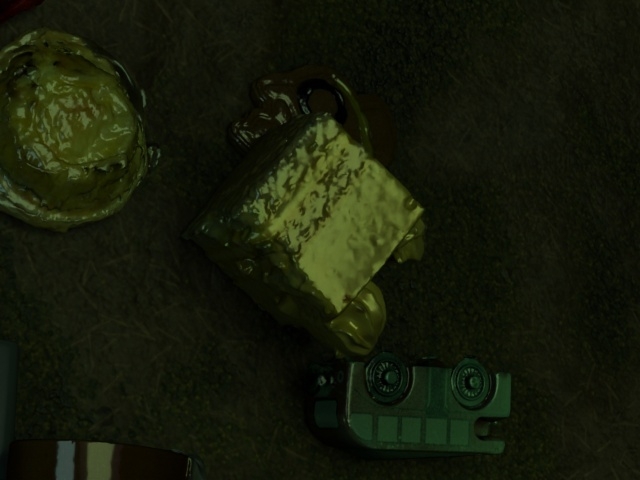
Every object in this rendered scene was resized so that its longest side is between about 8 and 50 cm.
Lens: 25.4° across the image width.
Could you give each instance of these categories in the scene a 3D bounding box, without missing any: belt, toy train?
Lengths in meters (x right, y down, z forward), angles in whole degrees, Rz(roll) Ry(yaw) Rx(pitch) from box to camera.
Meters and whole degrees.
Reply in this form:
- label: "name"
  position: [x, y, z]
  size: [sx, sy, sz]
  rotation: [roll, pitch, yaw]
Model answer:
- label: "belt"
  position: [-0.252, 0.300, 1.678]
  size: [0.217, 0.339, 0.122]
  rotation: [0, 76, 9]
- label: "toy train"
  position: [0.121, 0.236, 2.031]
  size: [0.326, 0.129, 0.159]
  rotation: [7, 79, -31]

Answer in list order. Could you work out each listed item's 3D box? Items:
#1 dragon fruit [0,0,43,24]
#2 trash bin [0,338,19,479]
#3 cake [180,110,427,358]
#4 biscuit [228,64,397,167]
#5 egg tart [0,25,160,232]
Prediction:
- label: "dragon fruit"
  position: [-0.439, -0.336, 1.842]
  size: [0.192, 0.122, 0.092]
  rotation: [-26, 77, -32]
- label: "trash bin"
  position: [-0.452, 0.229, 1.686]
  size: [0.177, 0.101, 0.236]
  rotation: [12, 69, -28]
- label: "cake"
  position: [0.000, 0.000, 1.942]
  size: [0.286, 0.222, 0.227]
  rotation: [43, 72, -14]
- label: "biscuit"
  position: [-0.005, -0.164, 2.112]
  size: [0.290, 0.041, 0.208]
  rotation: [-6, 79, -34]
- label: "egg tart"
  position: [-0.327, -0.149, 1.863]
  size: [0.291, 0.107, 0.291]
  rotation: [9, 73, -30]
